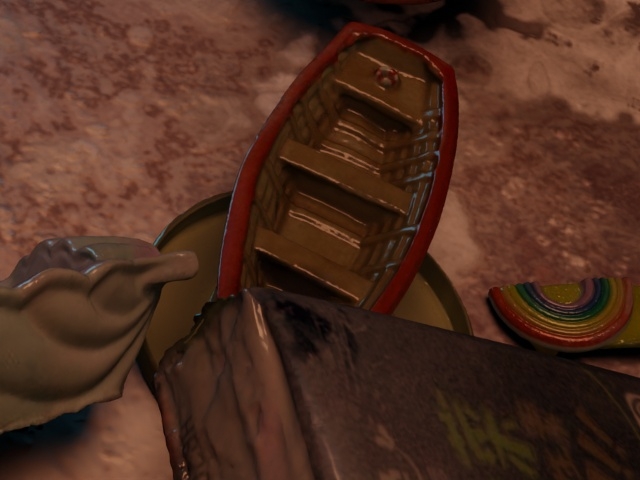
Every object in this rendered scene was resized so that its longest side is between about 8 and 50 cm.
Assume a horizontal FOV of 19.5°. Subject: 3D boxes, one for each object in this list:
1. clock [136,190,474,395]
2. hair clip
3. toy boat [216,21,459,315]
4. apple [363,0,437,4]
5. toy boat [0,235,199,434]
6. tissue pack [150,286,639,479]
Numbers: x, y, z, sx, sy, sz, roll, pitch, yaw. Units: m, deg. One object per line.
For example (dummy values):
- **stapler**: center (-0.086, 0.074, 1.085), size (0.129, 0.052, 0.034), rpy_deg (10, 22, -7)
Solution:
- **clock**: center (-0.010, 0.060, 1.240), size (0.235, 0.029, 0.235), rpy_deg (11, 49, -13)
- **hair clip**: center (0.214, 0.057, 1.331), size (0.188, 0.033, 0.060), rpy_deg (3, 53, -19)
- **toy boat**: center (0.000, 0.000, 1.224), size (0.136, 0.079, 0.392), rpy_deg (25, 47, -2)
- **apple**: center (0.037, -0.299, 1.463), size (0.251, 0.163, 0.293), rpy_deg (-25, 78, -44)
- **toy boat**: center (-0.208, 0.062, 1.082), size (0.290, 0.199, 0.100), rpy_deg (-14, 96, -35)
- **tissue pack**: center (0.111, 0.193, 1.038), size (0.394, 0.124, 0.288), rpy_deg (15, 46, -40)
